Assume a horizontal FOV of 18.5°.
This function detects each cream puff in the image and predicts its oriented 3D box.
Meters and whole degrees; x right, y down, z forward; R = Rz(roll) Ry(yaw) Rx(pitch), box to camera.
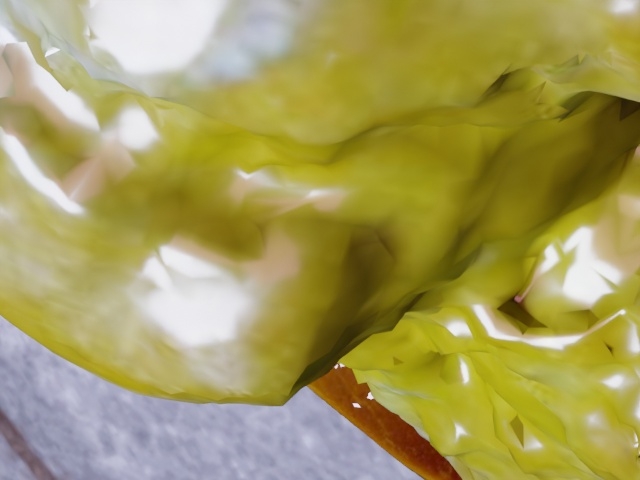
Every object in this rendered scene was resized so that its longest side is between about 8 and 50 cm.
[{"bbox_3d":[0.105,-0.087,0.454,0.275,0.378,0.378,34,129,16],"label":"cream puff"}]

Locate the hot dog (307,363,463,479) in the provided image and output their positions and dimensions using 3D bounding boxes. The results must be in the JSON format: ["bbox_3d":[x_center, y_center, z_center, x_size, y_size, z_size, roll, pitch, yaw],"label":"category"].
[{"bbox_3d":[0.000,0.000,0.720,0.250,0.076,0.104,42,157,2],"label":"hot dog"}]
